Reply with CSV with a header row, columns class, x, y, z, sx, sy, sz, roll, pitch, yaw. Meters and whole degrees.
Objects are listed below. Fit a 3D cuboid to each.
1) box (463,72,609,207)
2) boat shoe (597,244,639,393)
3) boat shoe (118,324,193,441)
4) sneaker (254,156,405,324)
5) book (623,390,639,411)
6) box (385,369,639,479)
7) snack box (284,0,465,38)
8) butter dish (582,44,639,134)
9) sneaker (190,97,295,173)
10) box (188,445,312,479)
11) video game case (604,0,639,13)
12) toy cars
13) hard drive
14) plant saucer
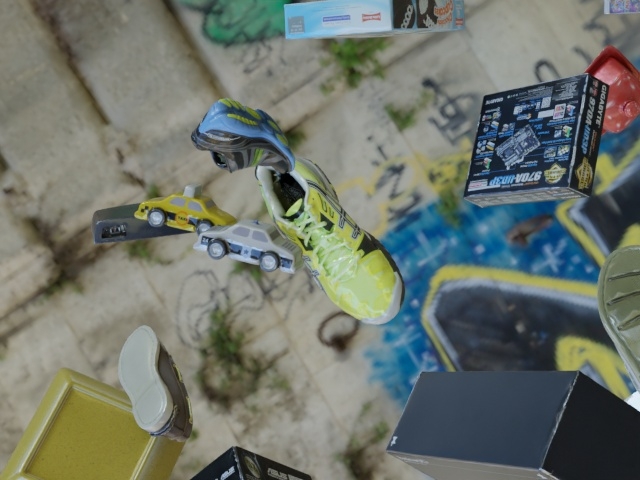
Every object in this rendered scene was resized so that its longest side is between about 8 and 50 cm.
class,x,y,z,sx,sy,sz,roll,pitch,yaw
box,0.318,-0.145,1.625,0.051,0.220,0.175,20,-104,-33
boat shoe,0.435,0.144,1.404,0.103,0.113,0.302,61,-164,-47
boat shoe,-0.342,0.299,2.283,0.097,0.116,0.324,39,-170,-33
sneaker,0.000,0.000,1.947,0.384,0.145,0.147,50,-163,24
book,0.469,0.268,1.487,0.035,0.096,0.144,38,-162,-51
box,0.213,0.209,1.054,0.184,0.103,0.261,31,161,-20
snack box,0.098,-0.370,1.811,0.322,0.187,0.060,-20,-71,-60
butter dish,0.607,-0.288,2.232,0.160,0.160,0.118,33,-169,-37
sneaker,-0.094,-0.119,1.335,0.188,0.078,0.067,18,-141,-60
box,-0.113,0.403,1.655,0.180,0.147,0.077,31,-153,-40
video game case,0.493,-0.392,1.659,0.011,0.122,0.087,-111,18,-77
toy cars,-0.181,-0.034,1.969,0.176,0.087,0.394,2,-165,-40
hard drive,-0.351,-0.043,2.283,0.172,0.255,0.054,-141,45,-72
plant saucer,-0.486,0.456,2.340,0.333,0.333,0.081,21,150,3
